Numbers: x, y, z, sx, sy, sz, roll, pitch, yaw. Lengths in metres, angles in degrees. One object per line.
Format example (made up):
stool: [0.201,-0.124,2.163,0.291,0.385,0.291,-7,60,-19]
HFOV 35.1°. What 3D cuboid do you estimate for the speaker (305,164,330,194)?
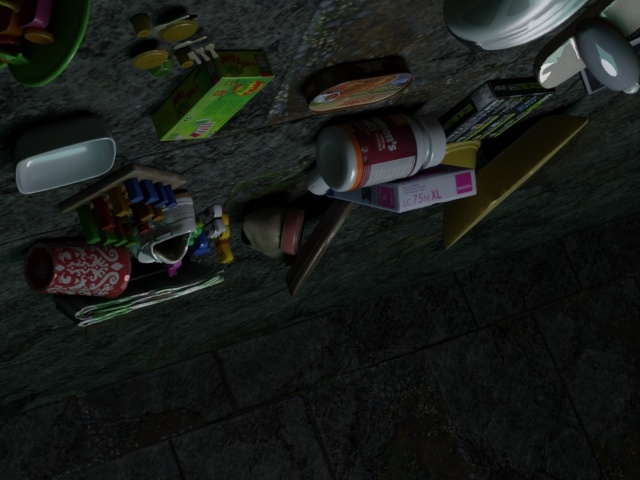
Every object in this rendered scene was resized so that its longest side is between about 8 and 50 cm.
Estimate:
speaker: [0.025,-0.140,1.960,0.055,0.055,0.136,-12,163,-37]

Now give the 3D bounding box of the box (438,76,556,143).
box: [0.341,-0.257,2.011,0.184,0.045,0.191,-14,165,-38]

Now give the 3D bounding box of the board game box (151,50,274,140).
board game box: [-0.155,-0.203,1.435,0.092,0.043,0.181,-10,164,-42]

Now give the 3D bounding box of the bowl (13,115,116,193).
bowl: [-0.361,-0.124,1.413,0.142,0.053,0.142,-17,166,-19]

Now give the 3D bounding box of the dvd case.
dvd case: [0.603,-0.365,2.017,0.179,0.029,0.239,-24,166,16]

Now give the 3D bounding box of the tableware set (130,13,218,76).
tableware set: [-0.192,-0.246,1.259,0.104,0.024,0.154,-19,169,6]

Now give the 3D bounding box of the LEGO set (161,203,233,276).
LEGO set: [-0.236,0.014,2.082,0.087,0.093,0.227,-8,162,-45]

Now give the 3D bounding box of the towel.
towel: [-0.390,0.104,2.162,0.325,0.038,0.248,-17,-169,-24]

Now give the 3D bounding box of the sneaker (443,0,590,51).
sneaker: [0.261,-0.400,1.125,0.447,0.169,0.257,-39,151,31]

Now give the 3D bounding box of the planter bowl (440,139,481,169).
planter bowl: [0.264,-0.160,2.181,0.217,0.090,0.217,-20,167,-5]

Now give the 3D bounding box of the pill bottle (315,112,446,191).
pill bottle: [0.112,-0.166,1.843,0.221,0.121,0.121,-14,165,-29]

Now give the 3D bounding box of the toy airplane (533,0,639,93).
toy airplane: [0.503,-0.358,1.329,0.384,0.272,0.386,-20,160,-26]

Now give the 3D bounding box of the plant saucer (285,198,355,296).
plant saucer: [0.000,0.000,2.231,0.278,0.041,0.278,-57,177,-5]

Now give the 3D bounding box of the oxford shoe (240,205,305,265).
oxford shoe: [-0.104,-0.023,2.189,0.130,0.123,0.348,11,171,0]

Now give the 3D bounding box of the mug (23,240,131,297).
mug: [-0.464,0.059,1.880,0.150,0.113,0.169,-31,161,32]

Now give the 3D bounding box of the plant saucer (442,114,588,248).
plant saucer: [0.421,-0.149,2.328,0.333,0.081,0.333,-40,174,-20]

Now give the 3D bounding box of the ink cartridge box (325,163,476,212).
ink cartridge box: [0.138,-0.118,2.011,0.186,0.065,0.311,-13,-166,-30]

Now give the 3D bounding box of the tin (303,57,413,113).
tin: [0.060,-0.248,1.618,0.190,0.040,0.106,-14,161,-30]

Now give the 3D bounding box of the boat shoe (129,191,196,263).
boat shoe: [-0.299,0.002,1.928,0.098,0.096,0.277,-16,166,-25]

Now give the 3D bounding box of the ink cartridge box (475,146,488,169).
ink cartridge box: [0.333,-0.180,2.299,0.083,0.048,0.028,-24,168,6]

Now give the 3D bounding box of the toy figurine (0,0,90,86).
toy figurine: [-0.337,-0.230,0.965,0.173,0.130,0.159,-1,168,39]

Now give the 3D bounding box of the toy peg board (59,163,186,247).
toy peg board: [-0.322,-0.051,1.714,0.161,0.079,0.161,-26,167,21]
